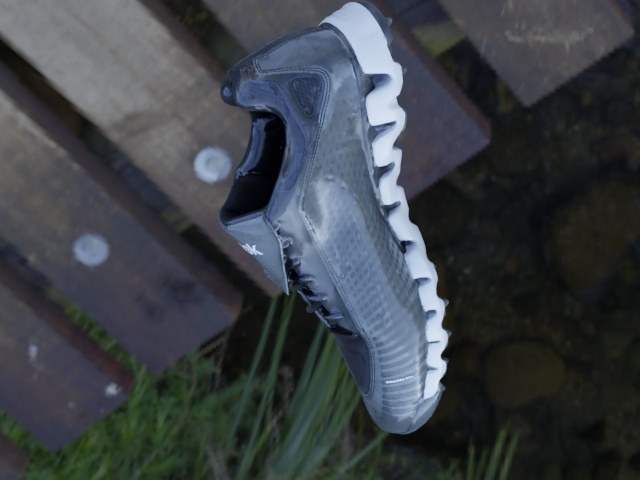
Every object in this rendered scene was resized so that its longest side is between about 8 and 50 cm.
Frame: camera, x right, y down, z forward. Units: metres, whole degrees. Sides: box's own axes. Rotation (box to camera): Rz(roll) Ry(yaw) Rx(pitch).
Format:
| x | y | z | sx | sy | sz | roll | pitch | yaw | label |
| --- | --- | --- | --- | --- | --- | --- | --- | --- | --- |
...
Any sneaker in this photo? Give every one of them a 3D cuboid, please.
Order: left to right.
| x | y | z | sx | sy | sz | roll | pitch | yaw | label |
| --- | --- | --- | --- | --- | --- | --- | --- | --- | --- |
| 0.000 | 0.000 | 0.737 | 0.106 | 0.078 | 0.234 | -18 | 108 | -22 | sneaker |
